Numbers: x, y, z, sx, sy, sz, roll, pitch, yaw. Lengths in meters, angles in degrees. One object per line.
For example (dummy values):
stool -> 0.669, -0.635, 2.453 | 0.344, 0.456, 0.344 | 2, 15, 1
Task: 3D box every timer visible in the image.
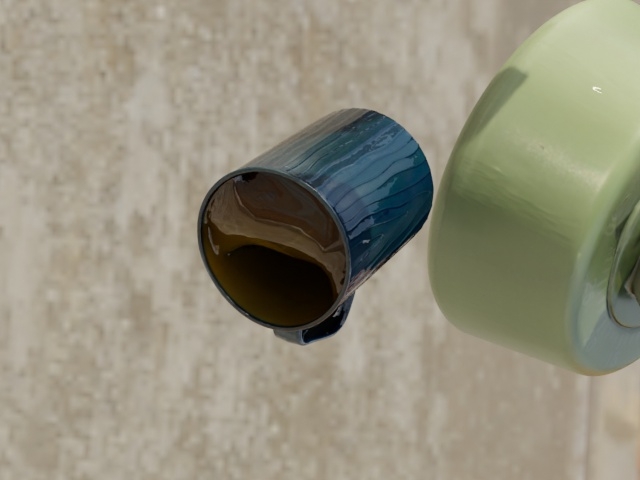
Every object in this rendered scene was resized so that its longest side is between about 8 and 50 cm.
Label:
timer -> 0.287, 0.005, 1.404 | 0.290, 0.315, 0.291 | -36, 142, -35

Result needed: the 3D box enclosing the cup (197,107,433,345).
cup -> -0.007, -0.008, 1.275 | 0.138, 0.113, 0.150 | -38, 167, -53
